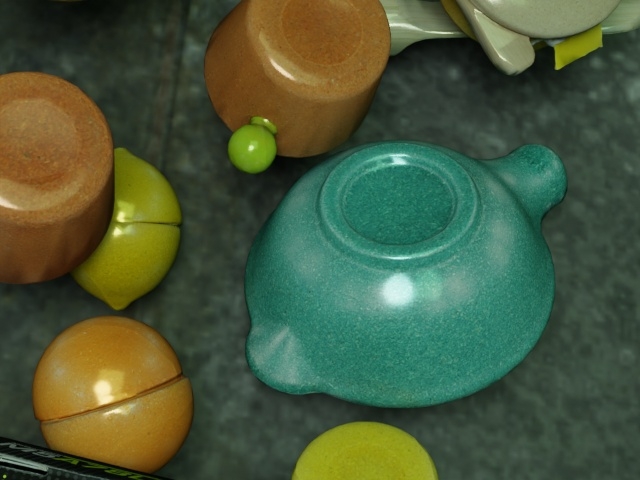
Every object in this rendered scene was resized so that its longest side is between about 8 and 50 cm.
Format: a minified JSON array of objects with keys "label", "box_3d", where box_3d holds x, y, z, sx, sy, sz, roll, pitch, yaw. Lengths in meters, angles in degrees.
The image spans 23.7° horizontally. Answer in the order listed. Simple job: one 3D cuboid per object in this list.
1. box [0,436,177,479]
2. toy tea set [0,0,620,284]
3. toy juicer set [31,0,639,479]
[{"label":"box","box_3d":[-0.089,0.172,0.524,0.184,0.045,0.191,10,87,16]},{"label":"toy tea set","box_3d":[-0.042,-0.107,0.652,0.336,0.124,0.200,-27,82,-22]},{"label":"toy juicer set","box_3d":[0.000,0.000,0.665,0.209,0.089,0.329,15,53,16]}]
